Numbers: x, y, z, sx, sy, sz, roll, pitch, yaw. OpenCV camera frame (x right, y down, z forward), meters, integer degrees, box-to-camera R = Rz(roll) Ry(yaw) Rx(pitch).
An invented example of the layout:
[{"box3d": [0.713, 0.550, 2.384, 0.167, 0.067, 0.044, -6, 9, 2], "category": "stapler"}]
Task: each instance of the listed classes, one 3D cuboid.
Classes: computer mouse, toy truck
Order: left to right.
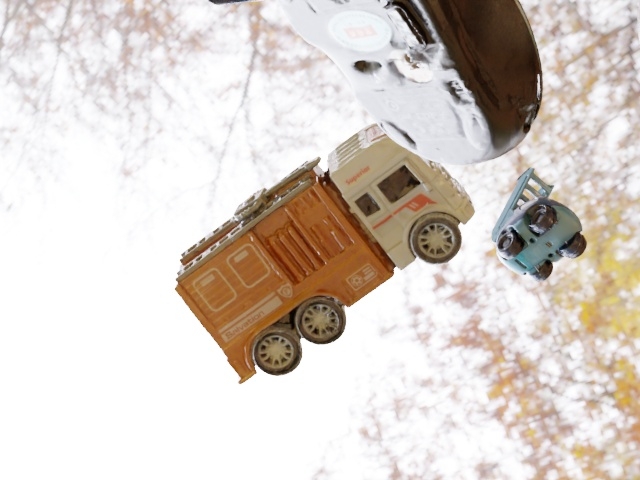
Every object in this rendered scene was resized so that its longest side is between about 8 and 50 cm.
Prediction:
[{"box3d": [0.000, 0.000, 1.616, 0.207, 0.387, 0.173, 52, -171, -15], "category": "toy truck"}, {"box3d": [0.060, -0.152, 0.808, 0.096, 0.137, 0.233, -53, -54, -19], "category": "computer mouse"}, {"box3d": [0.179, -0.017, 1.021, 0.056, 0.073, 0.090, 36, -151, -29], "category": "toy truck"}]

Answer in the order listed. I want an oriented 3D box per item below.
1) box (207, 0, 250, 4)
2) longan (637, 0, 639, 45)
[{"box3d": [0.040, -0.326, 0.909, 0.279, 0.261, 0.116, -5, -155, 0], "category": "box"}, {"box3d": [0.350, -0.201, 1.007, 0.189, 0.189, 0.189, 16, -120, -30], "category": "longan"}]
